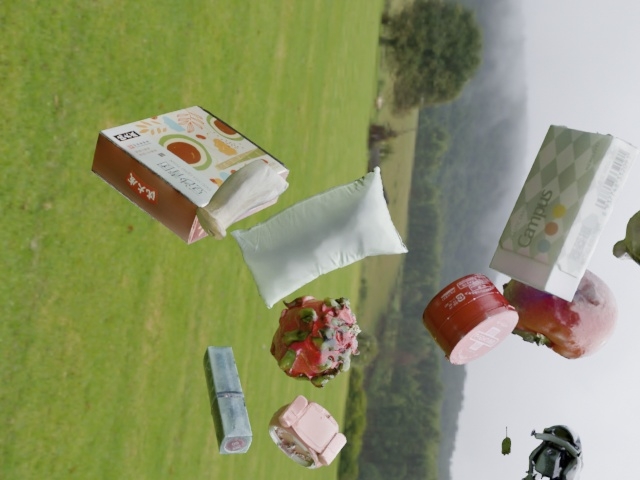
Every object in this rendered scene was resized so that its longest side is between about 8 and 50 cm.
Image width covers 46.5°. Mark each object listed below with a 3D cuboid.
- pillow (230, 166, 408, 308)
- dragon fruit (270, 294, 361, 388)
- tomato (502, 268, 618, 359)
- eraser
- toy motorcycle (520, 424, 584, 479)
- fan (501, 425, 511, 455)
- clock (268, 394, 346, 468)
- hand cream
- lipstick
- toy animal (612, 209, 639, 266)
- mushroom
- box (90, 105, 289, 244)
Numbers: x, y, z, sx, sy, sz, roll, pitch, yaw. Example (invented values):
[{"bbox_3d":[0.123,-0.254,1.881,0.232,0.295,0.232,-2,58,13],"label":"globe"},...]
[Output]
[{"bbox_3d":[0.001,0.001,1.154,0.078,0.253,0.144,-88,154,-76],"label":"pillow"},{"bbox_3d":[-0.018,0.289,2.146,0.303,0.237,0.231,-46,-158,29],"label":"dragon fruit"},{"bbox_3d":[0.697,0.163,2.129,0.290,0.334,0.176,-57,168,-27],"label":"tomato"},{"bbox_3d":[0.585,-0.073,1.809,0.082,0.213,0.397,23,90,-44],"label":"eraser"},{"bbox_3d":[0.448,0.467,1.479,0.270,0.106,0.159,-30,124,-37],"label":"toy motorcycle"},{"bbox_3d":[0.541,0.584,2.170,0.056,0.004,0.083,131,-31,-62],"label":"fan"},{"bbox_3d":[-0.054,0.618,2.391,0.142,0.227,0.241,-45,178,-34],"label":"clock"},{"bbox_3d":[0.338,0.179,1.693,0.125,0.193,0.193,58,-15,34],"label":"hand cream"},{"bbox_3d":[-0.231,0.381,1.817,0.290,0.076,0.078,-111,-148,-49],"label":"lipstick"},{"bbox_3d":[0.977,-0.010,1.998,0.303,0.344,0.195,93,-4,-74],"label":"toy animal"},{"bbox_3d":[-0.171,-0.103,1.636,0.247,0.096,0.108,-41,155,-35],"label":"mushroom"},{"bbox_3d":[-0.332,-0.187,1.953,0.385,0.344,0.122,-31,152,-52],"label":"box"}]
